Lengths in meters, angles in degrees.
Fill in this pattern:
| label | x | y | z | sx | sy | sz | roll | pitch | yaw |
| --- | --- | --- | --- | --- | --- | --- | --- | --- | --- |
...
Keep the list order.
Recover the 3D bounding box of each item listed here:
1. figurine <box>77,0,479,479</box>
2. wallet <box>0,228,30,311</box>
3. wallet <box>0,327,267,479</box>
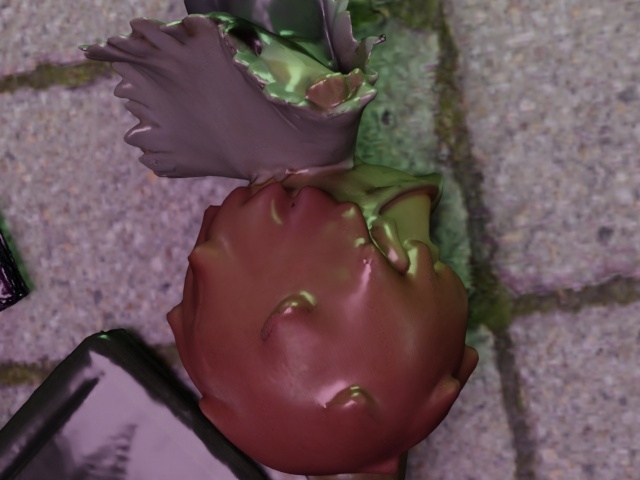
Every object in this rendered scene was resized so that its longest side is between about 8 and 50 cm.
| label | x | y | z | sx | sy | sz | roll | pitch | yaw |
| --- | --- | --- | --- | --- | --- | --- | --- | --- | --- |
| figurine | 0.000 | 0.000 | 0.797 | 0.207 | 0.166 | 0.386 | -14 | 97 | 55 |
| wallet | -0.260 | 0.015 | 0.951 | 0.166 | 0.030 | 0.111 | -25 | 91 | 22 |
| wallet | -0.147 | 0.182 | 0.931 | 0.168 | 0.052 | 0.245 | 45 | 108 | 4 |
